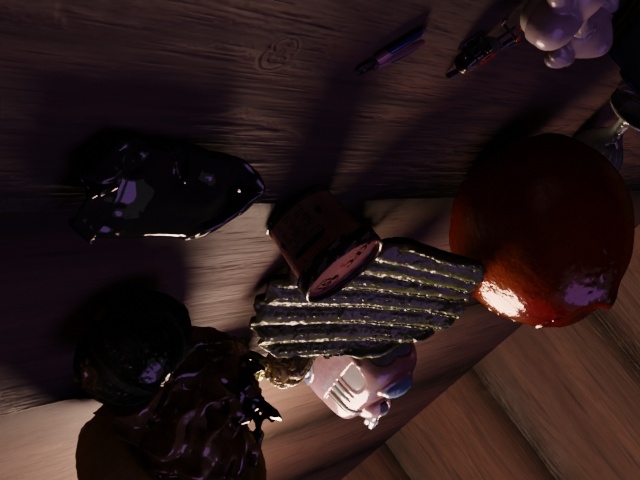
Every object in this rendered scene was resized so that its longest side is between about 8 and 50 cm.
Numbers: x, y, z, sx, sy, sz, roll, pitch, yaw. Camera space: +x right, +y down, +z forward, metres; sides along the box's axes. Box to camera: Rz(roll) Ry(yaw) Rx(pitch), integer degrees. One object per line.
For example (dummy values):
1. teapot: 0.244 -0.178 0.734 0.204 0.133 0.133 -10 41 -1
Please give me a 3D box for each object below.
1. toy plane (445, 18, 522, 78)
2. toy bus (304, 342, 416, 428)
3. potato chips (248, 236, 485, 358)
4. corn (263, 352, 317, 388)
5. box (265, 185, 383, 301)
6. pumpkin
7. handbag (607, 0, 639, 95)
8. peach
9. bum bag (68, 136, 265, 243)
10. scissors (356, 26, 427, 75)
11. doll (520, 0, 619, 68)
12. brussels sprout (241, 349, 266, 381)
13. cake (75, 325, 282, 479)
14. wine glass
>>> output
1. toy plane: 0.250 -0.286 1.600 0.145 0.037 0.060 -35 165 0
2. toy bus: 0.091 0.262 2.331 0.197 0.232 0.294 -21 157 -36
3. potato chips: 0.090 0.113 1.974 0.429 0.070 0.358 5 140 -23
4. corn: -0.046 0.221 2.150 0.087 0.087 0.211 -47 180 28
5. box: 0.000 0.000 1.701 0.151 0.135 0.151 -35 163 -13
6. pumpkin: -0.275 0.160 1.582 0.190 0.146 0.190 -61 177 -5
7. handbag: 0.663 -0.331 1.896 0.263 0.241 0.222 -22 157 -32
8. peach: 0.422 -0.012 2.043 0.372 0.373 0.290 -34 172 -6
9. bum bag: -0.191 -0.058 1.327 0.142 0.080 0.326 -51 154 20
10. scissors: 0.096 -0.251 1.452 0.113 0.012 0.039 -31 160 -13
11. doll: 0.379 -0.336 1.605 0.160 0.094 0.365 -50 160 12
12. brussels sprout: -0.164 0.271 2.127 0.139 0.100 0.181 -43 155 -1
13. cake: -0.209 0.321 1.833 0.321 0.332 0.332 -51 157 23
14. wine glass: 0.597 -0.199 2.279 0.126 0.126 0.241 -21 156 -38
